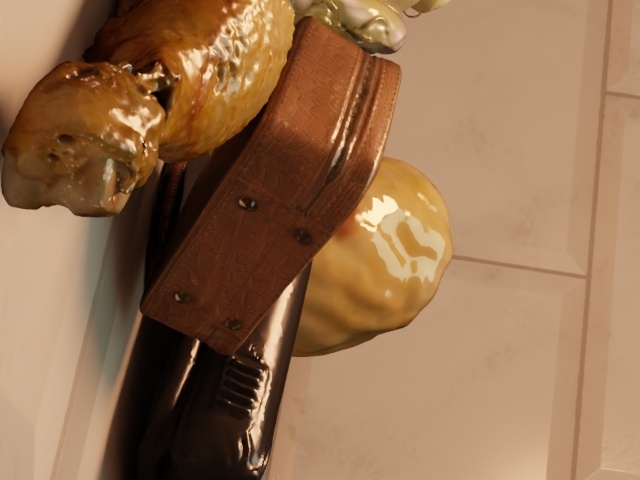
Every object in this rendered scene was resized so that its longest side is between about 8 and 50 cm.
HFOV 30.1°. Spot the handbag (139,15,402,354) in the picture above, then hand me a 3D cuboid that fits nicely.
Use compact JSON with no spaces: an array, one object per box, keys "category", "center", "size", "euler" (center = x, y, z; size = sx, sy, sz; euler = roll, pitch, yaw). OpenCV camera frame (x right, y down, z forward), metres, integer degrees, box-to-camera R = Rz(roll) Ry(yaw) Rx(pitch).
[{"category":"handbag","center":[-0.030,-0.033,0.707],"size":[0.193,0.072,0.151],"euler":[-54,-166,42]}]

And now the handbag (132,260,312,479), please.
[{"category":"handbag","center":[-0.074,0.105,0.878],"size":[0.244,0.088,0.275],"euler":[109,-7,-51]}]

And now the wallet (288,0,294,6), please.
[{"category":"wallet","center":[-0.047,-0.219,0.684],"size":[0.250,0.075,0.176],"euler":[95,10,-58]}]

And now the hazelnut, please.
[{"category":"hazelnut","center":[0.000,0.000,1.280],"size":[0.261,0.261,0.241],"euler":[91,-24,-73]}]

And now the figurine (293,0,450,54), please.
[{"category":"figurine","center":[-0.007,-0.196,1.003],"size":[0.274,0.227,0.394],"euler":[19,90,-57]}]

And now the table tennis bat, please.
[{"category":"table tennis bat","center":[-0.094,-0.026,0.871],"size":[0.220,0.019,0.130],"euler":[-72,172,-67]}]

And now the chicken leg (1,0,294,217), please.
[{"category":"chicken leg","center":[-0.070,-0.068,0.521],"size":[0.251,0.087,0.107],"euler":[-69,172,-67]}]
